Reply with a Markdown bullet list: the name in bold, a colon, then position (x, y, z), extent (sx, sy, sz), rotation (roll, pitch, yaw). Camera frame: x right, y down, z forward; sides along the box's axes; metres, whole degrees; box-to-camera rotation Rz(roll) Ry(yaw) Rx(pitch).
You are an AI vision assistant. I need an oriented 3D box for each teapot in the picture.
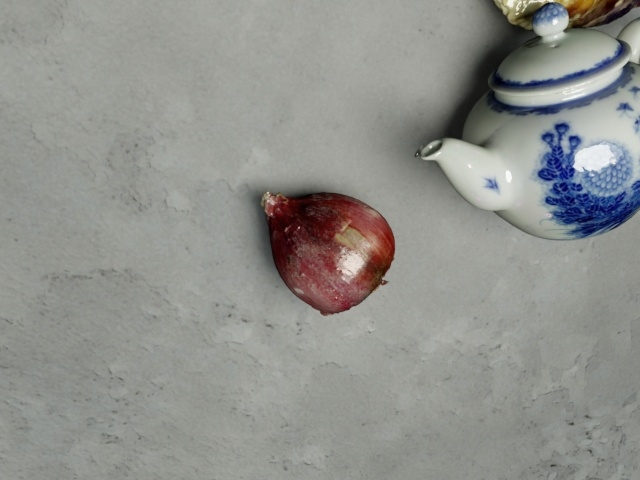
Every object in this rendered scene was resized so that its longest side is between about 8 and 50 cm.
- **teapot**: position (0.299, -0.153, 0.756), extent (0.424, 0.252, 0.280), rotation (-30, 120, -17)

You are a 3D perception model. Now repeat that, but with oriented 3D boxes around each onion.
- **onion**: position (0.000, 0.000, 0.793), extent (0.195, 0.159, 0.159), rotation (40, 96, -15)

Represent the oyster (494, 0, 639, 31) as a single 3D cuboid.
- **oyster**: position (0.360, -0.368, 0.777), extent (0.275, 0.100, 0.271), rotation (19, 90, -17)
